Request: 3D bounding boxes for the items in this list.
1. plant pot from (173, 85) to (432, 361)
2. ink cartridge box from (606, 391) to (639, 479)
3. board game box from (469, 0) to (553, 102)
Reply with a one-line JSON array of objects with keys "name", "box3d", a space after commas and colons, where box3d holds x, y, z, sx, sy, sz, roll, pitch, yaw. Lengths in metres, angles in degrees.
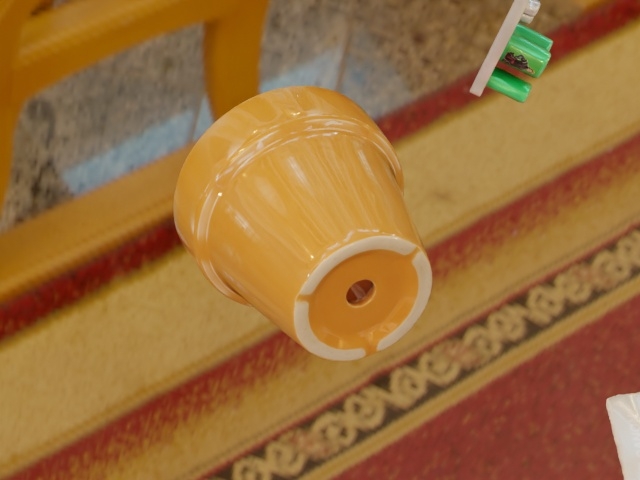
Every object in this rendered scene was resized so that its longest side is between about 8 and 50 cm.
[{"name": "plant pot", "box3d": [0.000, 0.000, 1.505, 0.205, 0.205, 0.188, -12, 38, -21]}, {"name": "ink cartridge box", "box3d": [0.257, 0.138, 0.753, 0.232, 0.066, 0.189, -11, 50, 5]}, {"name": "board game box", "box3d": [0.259, -0.344, 1.395, 0.050, 0.390, 0.390, 26, 62, 2]}]
